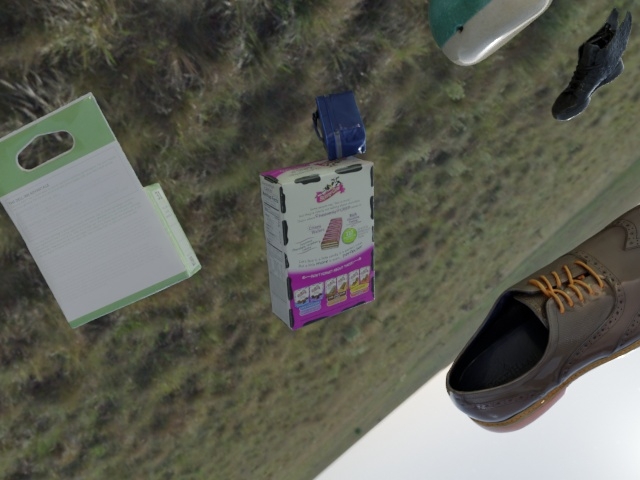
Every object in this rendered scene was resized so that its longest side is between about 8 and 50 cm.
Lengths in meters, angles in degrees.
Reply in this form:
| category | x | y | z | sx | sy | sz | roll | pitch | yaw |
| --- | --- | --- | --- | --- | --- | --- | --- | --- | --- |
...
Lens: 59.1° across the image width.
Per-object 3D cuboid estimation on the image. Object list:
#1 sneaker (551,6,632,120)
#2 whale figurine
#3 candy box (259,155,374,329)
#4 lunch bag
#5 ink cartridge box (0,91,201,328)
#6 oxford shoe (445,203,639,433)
| category | x | y | z | sx | sy | sz | roll | pitch | yaw |
| --- | --- | --- | --- | --- | --- | --- | --- | --- | --- |
| sneaker | 0.423 | -0.275 | 0.889 | 0.170 | 0.051 | 0.089 | -42 | 131 | -2 |
| whale figurine | 0.272 | -0.381 | 0.853 | 0.272 | 0.141 | 0.216 | -40 | -177 | -30 |
| candy box | 0.000 | 0.000 | 0.857 | 0.159 | 0.071 | 0.233 | -16 | 117 | -29 |
| lunch bag | 0.023 | -0.171 | 0.826 | 0.065 | 0.098 | 0.067 | -13 | 154 | -3 |
| ink cartridge box | -0.274 | -0.032 | 0.675 | 0.171 | 0.235 | 0.056 | -23 | -171 | 10 |
| oxford shoe | 0.294 | 0.077 | 0.645 | 0.363 | 0.130 | 0.133 | -47 | 137 | 2 |
